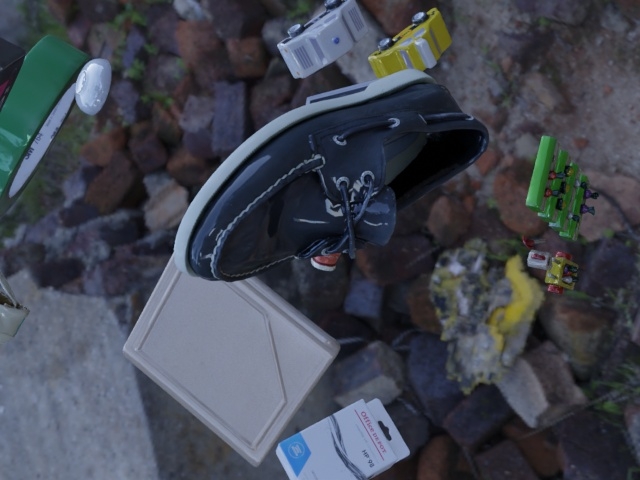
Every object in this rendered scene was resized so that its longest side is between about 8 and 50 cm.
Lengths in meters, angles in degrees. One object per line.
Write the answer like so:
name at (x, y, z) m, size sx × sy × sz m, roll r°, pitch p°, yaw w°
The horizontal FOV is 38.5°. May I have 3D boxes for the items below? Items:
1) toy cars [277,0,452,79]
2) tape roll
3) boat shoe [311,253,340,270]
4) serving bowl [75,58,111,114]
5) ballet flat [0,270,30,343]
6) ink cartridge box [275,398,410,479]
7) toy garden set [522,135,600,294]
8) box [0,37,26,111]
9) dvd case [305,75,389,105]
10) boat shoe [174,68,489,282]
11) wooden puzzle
toy cars at (0.109, -0.390, 1.828) m, size 0.087 × 0.393 × 0.176 m, roll 36°, pitch 120°, yaw 55°
tape roll at (-0.493, -0.186, 1.526) m, size 0.321 × 0.077 × 0.321 m, roll -56°, pitch 12°, yaw 19°
boat shoe at (0.000, 0.000, 1.284) m, size 0.137 × 0.049 × 0.043 m, roll -117°, pitch 36°, yaw -69°
serving bowl at (-0.330, -0.223, 1.314) m, size 0.083 × 0.027 × 0.083 m, roll -19°, pitch 65°, yaw 47°
ballet flat at (-0.520, 0.040, 1.325) m, size 0.086 × 0.248 × 0.086 m, roll -38°, pitch 13°, yaw 11°
ink cartridge box at (0.038, 0.304, 1.339) m, size 0.104 × 0.180 × 0.060 m, roll 58°, pitch 162°, yaw 19°
toy garden set at (0.378, -0.028, 1.433) m, size 0.049 × 0.244 × 0.204 m, roll 12°, pitch 84°, yaw 31°
box at (-0.443, -0.176, 0.871) m, size 0.143 × 0.270 × 0.165 m, roll -61°, pitch 17°, yaw 11°
dvd case at (0.052, -0.192, 1.598) m, size 0.179 × 0.030 × 0.239 m, roll -12°, pitch 43°, yaw 17°
boat shoe at (0.029, -0.045, 0.783) m, size 0.113 × 0.340 × 0.127 m, roll 35°, pitch 131°, yaw 24°
wooden puzzle at (-0.107, 0.124, 1.067) m, size 0.221 × 0.044 × 0.239 m, roll 38°, pitch 125°, yaw 10°
